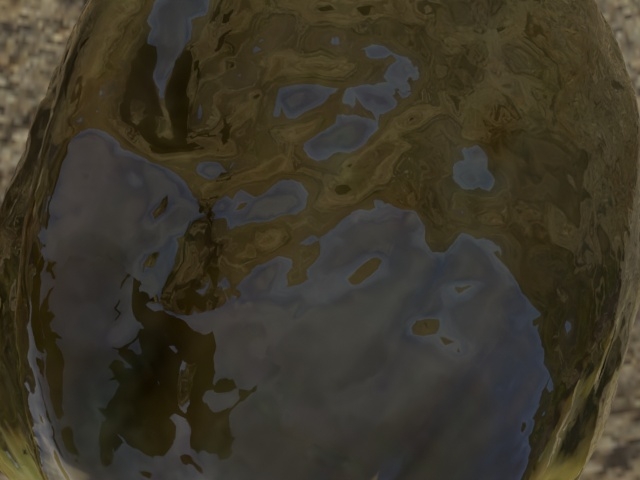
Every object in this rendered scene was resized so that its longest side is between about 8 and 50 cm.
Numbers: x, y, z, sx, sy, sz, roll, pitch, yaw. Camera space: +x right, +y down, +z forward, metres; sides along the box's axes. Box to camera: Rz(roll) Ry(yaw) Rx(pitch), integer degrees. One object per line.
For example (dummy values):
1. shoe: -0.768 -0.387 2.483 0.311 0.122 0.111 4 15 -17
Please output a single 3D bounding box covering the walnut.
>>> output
1. walnut: 0.000 0.000 0.590 0.227 0.283 0.283 8 146 33
